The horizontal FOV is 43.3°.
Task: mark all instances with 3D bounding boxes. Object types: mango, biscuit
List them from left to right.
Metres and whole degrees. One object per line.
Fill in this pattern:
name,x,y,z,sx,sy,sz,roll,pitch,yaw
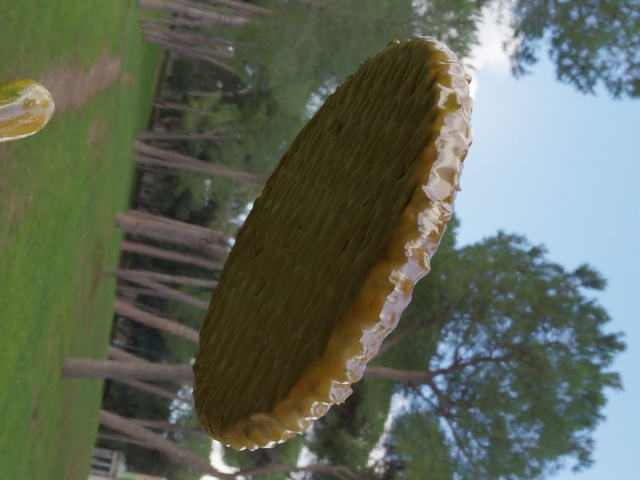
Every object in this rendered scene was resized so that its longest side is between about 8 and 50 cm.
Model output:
mango,-0.352,-0.142,0.904,0.114,0.057,0.079,-34,174,-46
biscuit,0.000,0.000,0.459,0.254,0.035,0.254,-49,-157,29
